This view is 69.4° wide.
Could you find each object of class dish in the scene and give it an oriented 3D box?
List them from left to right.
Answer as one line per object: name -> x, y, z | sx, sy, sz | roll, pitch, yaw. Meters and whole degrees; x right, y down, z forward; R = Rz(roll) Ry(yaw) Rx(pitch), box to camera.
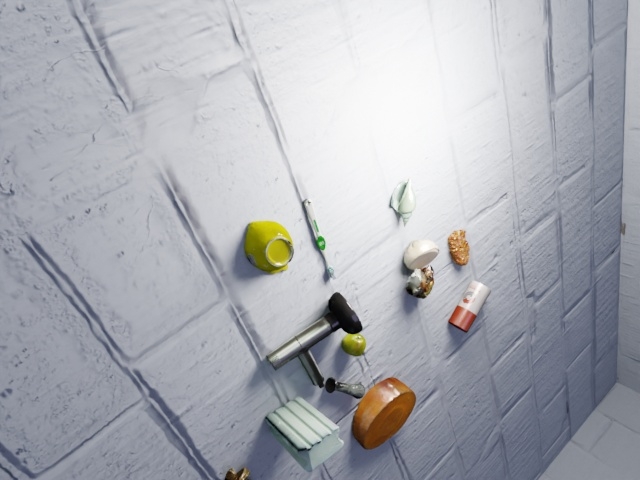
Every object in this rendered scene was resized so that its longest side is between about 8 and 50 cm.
dish -> -0.135, 0.029, 1.364 | 0.149, 0.080, 0.207 | -47, 125, -14

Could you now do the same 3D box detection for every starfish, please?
starfish -> -0.287, 0.821, 1.521 | 0.146, 0.074, 0.189 | -30, 121, -27

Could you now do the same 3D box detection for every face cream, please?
face cream -> 0.653, 0.289, 2.025 | 0.096, 0.096, 0.214 | 36, 83, -39

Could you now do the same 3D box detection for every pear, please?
pear -> 0.125, 0.373, 1.667 | 0.092, 0.097, 0.092 | 10, 68, -27

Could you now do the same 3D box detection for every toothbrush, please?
toothbrush -> -0.001, -0.001, 1.490 | 0.030, 0.030, 0.303 | -32, 119, -24

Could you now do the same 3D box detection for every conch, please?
conch -> 0.297, -0.135, 1.648 | 0.065, 0.088, 0.179 | -45, 136, -74

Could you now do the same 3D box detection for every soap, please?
soap -> -0.059, 0.624, 1.512 | 0.150, 0.262, 0.094 | -23, 109, -28

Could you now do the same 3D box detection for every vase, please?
vase -> 0.092, 0.550, 1.722 | 0.167, 0.059, 0.059 | 27, 88, -39

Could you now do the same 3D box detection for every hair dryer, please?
hair dryer -> -0.004, 0.357, 1.587 | 0.320, 0.155, 0.284 | -37, 145, -6

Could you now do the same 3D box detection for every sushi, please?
sushi -> 0.379, 0.172, 1.758 | 0.226, 0.103, 0.097 | 75, 25, -58

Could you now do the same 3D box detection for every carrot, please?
carrot -> 0.254, 0.711, 1.885 | 0.258, 0.100, 0.307 | 31, 93, -41

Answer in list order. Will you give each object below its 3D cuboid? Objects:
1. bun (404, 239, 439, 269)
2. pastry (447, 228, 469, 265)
bun -> 0.368, 0.041, 1.738 | 0.138, 0.094, 0.138 | -22, 149, -14
pastry -> 0.563, 0.029, 1.897 | 0.087, 0.063, 0.169 | -35, 119, -33
